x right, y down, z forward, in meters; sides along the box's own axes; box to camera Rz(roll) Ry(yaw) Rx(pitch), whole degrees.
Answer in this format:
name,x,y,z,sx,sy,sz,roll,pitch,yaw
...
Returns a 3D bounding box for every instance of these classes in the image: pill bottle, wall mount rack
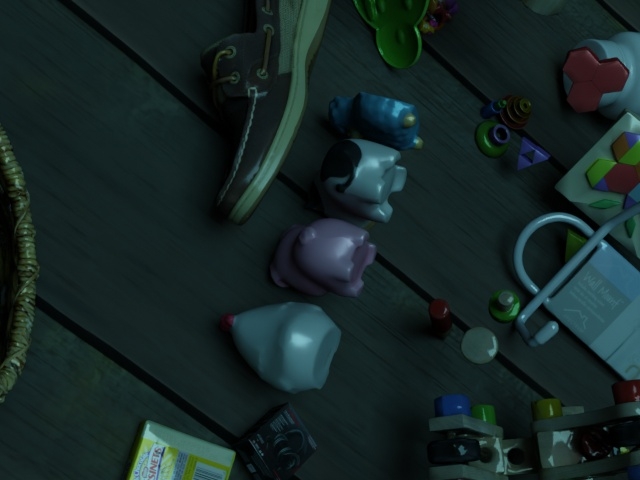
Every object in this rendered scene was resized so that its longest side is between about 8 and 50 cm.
name,x,y,z,sx,sy,sz,roll,pitch,yaw
pill bottle,0.454,-0.226,1.380,0.221,0.124,0.124,2,76,-27
wall mount rack,0.423,0.072,1.223,0.350,0.130,0.304,40,98,-12

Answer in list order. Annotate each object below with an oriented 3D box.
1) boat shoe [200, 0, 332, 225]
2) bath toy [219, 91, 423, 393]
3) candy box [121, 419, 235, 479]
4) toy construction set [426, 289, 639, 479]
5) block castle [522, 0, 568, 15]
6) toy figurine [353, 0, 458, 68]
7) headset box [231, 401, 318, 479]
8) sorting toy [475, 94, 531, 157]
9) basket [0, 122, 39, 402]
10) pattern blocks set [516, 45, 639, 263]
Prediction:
name,x,y,z,sx,sy,sz,roll,pitch,yaw
boat shoe,-0.079,-0.179,1.107,0.123,0.123,0.342,20,65,-12
bath toy,0.000,0.000,1.092,0.129,0.151,0.348,17,68,18
candy box,-0.162,0.294,0.987,0.105,0.027,0.206,24,67,-19
toy construction set,0.230,0.212,1.145,0.257,0.237,0.309,-31,73,-1
block castle,0.127,-0.473,1.142,0.453,0.213,0.303,18,34,-16
toy figurine,0.139,-0.322,1.264,0.159,0.130,0.173,-27,112,-39
headset box,-0.045,0.217,1.053,0.083,0.032,0.062,-36,96,-46
sorting toy,0.244,-0.159,1.302,0.061,0.042,0.102,43,63,-11
basket,-0.349,0.001,0.857,0.213,0.223,0.299,-3,77,-27
pattern blocks set,0.406,-0.068,1.245,0.324,0.285,0.026,25,28,4
